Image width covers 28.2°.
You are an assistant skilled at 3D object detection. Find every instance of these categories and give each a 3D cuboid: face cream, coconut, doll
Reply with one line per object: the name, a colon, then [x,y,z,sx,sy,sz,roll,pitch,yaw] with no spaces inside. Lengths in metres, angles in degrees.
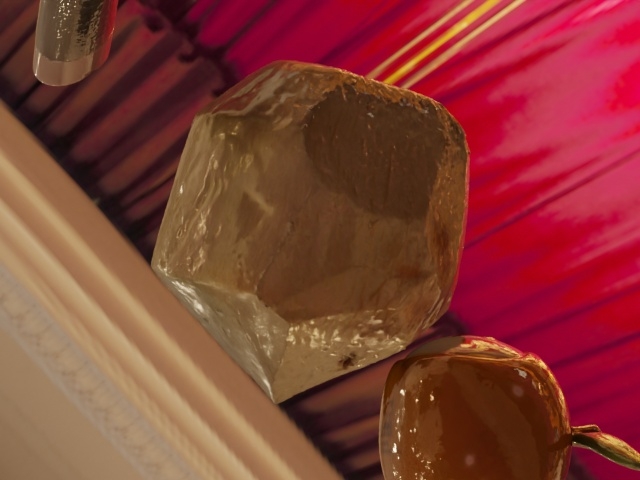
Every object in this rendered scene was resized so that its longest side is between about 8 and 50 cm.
face cream: [-0.265,-0.277,1.413,0.107,0.269,0.073,-38,-103,-29]
coconut: [0.000,0.000,1.545,0.415,0.344,0.415,-1,-86,-15]
doll: [0.176,0.194,1.238,0.236,0.213,0.213,6,-118,-8]
